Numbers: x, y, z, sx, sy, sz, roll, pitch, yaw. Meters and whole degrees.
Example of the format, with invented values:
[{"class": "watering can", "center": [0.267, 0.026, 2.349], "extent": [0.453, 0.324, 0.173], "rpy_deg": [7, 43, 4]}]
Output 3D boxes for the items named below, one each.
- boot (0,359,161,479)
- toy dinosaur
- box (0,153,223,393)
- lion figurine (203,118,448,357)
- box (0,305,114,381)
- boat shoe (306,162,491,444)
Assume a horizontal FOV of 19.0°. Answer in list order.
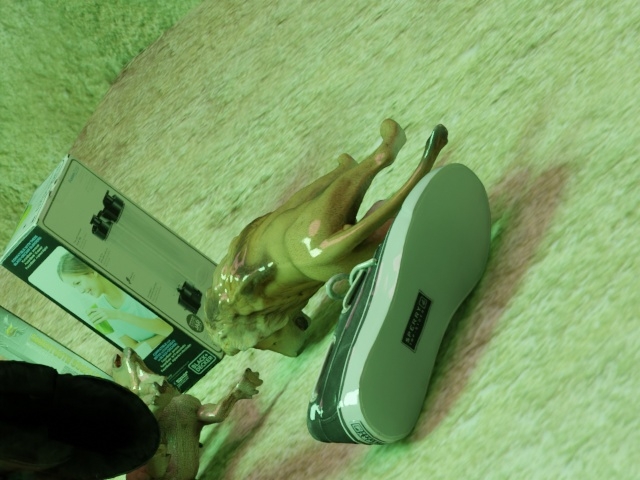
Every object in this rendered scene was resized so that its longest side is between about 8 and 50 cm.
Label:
[{"class": "boot", "center": [-0.320, 0.229, 2.017], "extent": [0.445, 0.367, 0.146], "rpy_deg": [-27, 70, 43]}, {"class": "toy dinosaur", "center": [-0.174, 0.244, 2.098], "extent": [0.200, 0.127, 0.295], "rpy_deg": [-45, 28, 48]}, {"class": "box", "center": [-0.246, 0.041, 2.405], "extent": [0.087, 0.290, 0.169], "rpy_deg": [-43, 19, 30]}, {"class": "lion figurine", "center": [0.000, 0.000, 2.000], "extent": [0.240, 0.142, 0.392], "rpy_deg": [-39, -4, -19]}, {"class": "box", "center": [-0.372, 0.161, 2.604], "extent": [0.056, 0.231, 0.183], "rpy_deg": [-58, 16, -7]}, {"class": "boat shoe", "center": [0.070, 0.060, 1.810], "extent": [0.105, 0.113, 0.306], "rpy_deg": [-11, 51, 46]}]
